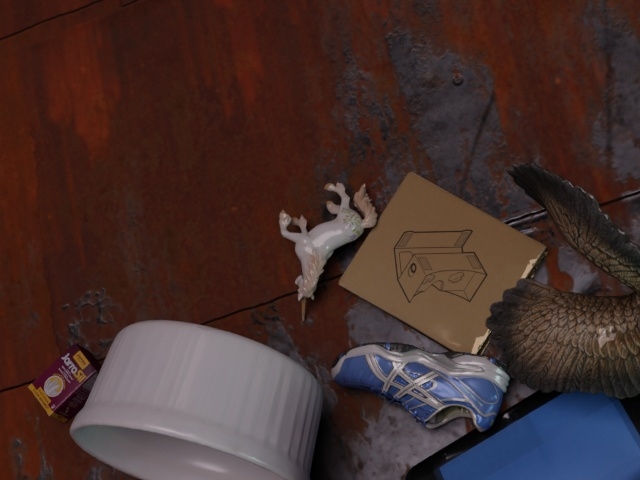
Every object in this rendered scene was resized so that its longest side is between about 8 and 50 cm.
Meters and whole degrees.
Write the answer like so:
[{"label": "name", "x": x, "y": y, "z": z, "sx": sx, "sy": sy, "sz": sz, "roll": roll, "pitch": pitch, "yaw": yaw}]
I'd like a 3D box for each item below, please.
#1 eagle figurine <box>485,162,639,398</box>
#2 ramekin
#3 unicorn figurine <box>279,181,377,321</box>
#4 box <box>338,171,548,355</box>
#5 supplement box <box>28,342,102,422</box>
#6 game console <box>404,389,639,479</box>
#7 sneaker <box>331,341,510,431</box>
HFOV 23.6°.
[{"label": "eagle figurine", "x": 0.331, "y": 0.056, "z": 1.637, "sx": 0.298, "sy": 0.225, "sz": 0.226, "roll": 9, "pitch": 73, "yaw": 3}, {"label": "ramekin", "x": -0.130, "y": 0.196, "z": 1.725, "sx": 0.277, "sy": 0.277, "sz": 0.135, "roll": 7, "pitch": 67, "yaw": 23}, {"label": "unicorn figurine", "x": 0.000, "y": 0.000, "z": 1.858, "sx": 0.162, "sy": 0.060, "sz": 0.111, "roll": -41, "pitch": 53, "yaw": 12}, {"label": "box", "x": 0.144, "y": 0.032, "z": 1.817, "sx": 0.201, "sy": 0.021, "sz": 0.164, "roll": 31, "pitch": 84, "yaw": 26}, {"label": "supplement box", "x": -0.315, "y": 0.180, "z": 1.923, "sx": 0.083, "sy": 0.043, "sz": 0.055, "roll": -44, "pitch": 61, "yaw": 0}, {"label": "game console", "x": 0.242, "y": 0.273, "z": 1.616, "sx": 0.293, "sy": 0.250, "sz": 0.173, "roll": -33, "pitch": 90, "yaw": 7}, {"label": "sneaker", "x": 0.108, "y": 0.167, "z": 1.748, "sx": 0.211, "sy": 0.080, "sz": 0.081, "roll": 4, "pitch": 69, "yaw": 23}]
